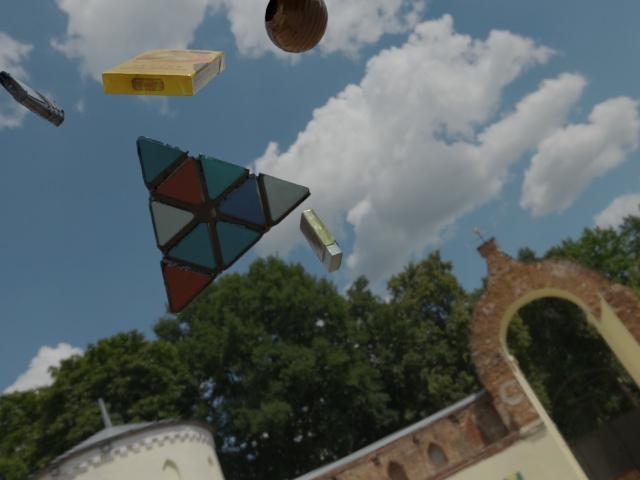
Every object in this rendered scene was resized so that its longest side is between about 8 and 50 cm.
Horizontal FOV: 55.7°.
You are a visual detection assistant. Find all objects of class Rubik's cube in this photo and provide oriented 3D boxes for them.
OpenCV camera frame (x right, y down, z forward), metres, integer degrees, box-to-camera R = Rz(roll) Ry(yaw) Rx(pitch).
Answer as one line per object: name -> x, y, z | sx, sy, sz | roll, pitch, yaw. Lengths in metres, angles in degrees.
Rubik's cube -> -0.124, -0.022, 0.932 | 0.234, 0.250, 0.284 | -14, -41, 15

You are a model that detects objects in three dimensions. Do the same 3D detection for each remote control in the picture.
remote control -> -0.371, -0.181, 0.788 | 0.027, 0.044, 0.152 | -39, 3, -4

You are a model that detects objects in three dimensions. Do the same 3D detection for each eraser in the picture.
eraser -> 0.000, 0.000, 0.788 | 0.019, 0.083, 0.038 | -16, -38, -24

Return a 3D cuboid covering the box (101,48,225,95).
box -> -0.273, -0.309, 1.100 | 0.152, 0.269, 0.044 | 3, -64, 1

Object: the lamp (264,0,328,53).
lamp -> -0.049, -0.454, 1.243 | 0.136, 0.136, 0.136 | -21, -29, -12
